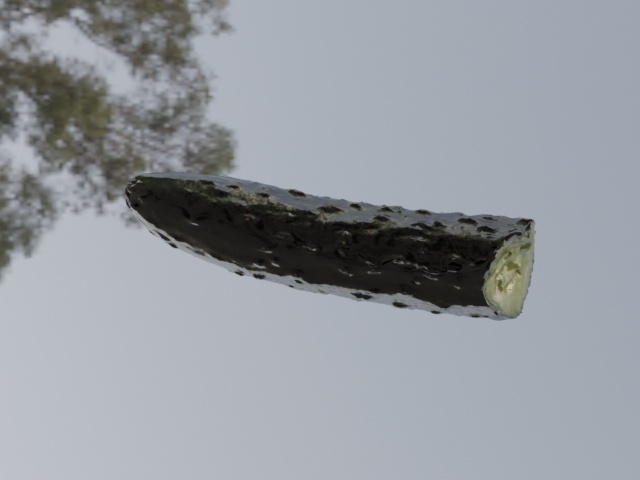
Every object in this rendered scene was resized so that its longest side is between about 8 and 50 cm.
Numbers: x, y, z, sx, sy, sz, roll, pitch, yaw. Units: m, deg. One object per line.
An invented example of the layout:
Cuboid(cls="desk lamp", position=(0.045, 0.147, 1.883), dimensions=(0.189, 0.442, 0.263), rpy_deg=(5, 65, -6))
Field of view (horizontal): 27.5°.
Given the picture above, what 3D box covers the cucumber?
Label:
Cuboid(cls="cucumber", position=(0.000, 0.000, 0.936), dimensions=(0.303, 0.072, 0.081), rpy_deg=(8, -59, 17))
